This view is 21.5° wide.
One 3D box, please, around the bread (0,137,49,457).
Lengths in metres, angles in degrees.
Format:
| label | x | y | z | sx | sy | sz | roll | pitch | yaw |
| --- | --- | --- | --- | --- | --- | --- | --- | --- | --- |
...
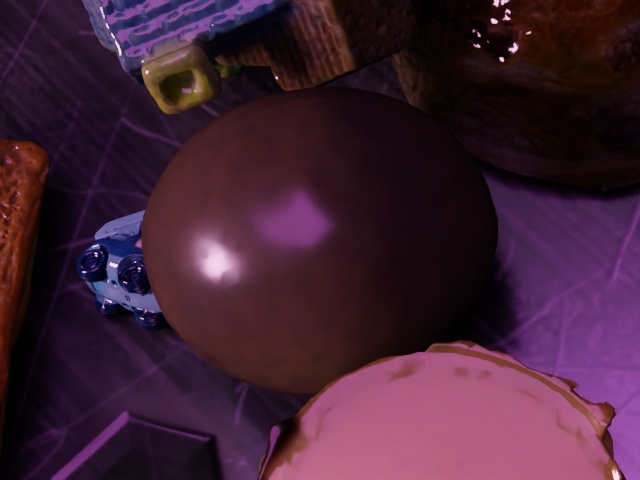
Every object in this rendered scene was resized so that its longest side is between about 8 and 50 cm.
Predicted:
| label | x | y | z | sx | sy | sz | roll | pitch | yaw |
| --- | --- | --- | --- | --- | --- | --- | --- | --- | --- |
| bread | -0.264 | 0.050 | 1.119 | 0.139 | 0.077 | 0.271 | 10 | 66 | -15 |

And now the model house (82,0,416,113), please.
| label | x | y | z | sx | sy | sz | roll | pitch | yaw |
| --- | --- | --- | --- | --- | --- | --- | --- | --- | --- |
| model house | -0.055 | -0.159 | 1.086 | 0.214 | 0.195 | 0.189 | -19 | 39 | -1 |

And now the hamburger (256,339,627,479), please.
| label | x | y | z | sx | sy | sz | roll | pitch | yaw |
| --- | --- | --- | --- | --- | --- | --- | --- | --- | --- |
| hamburger | 0.072 | 0.173 | 0.955 | 0.237 | 0.149 | 0.237 | -2 | 72 | 7 |

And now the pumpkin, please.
| label | x | y | z | sx | sy | sz | roll | pitch | yaw |
| --- | --- | --- | --- | --- | --- | --- | --- | --- | --- |
| pumpkin | 0.113 | -0.178 | 1.113 | 0.169 | 0.148 | 0.312 | -31 | 58 | -6 |

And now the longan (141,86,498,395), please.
| label | x | y | z | sx | sy | sz | roll | pitch | yaw |
| --- | --- | --- | --- | --- | --- | --- | --- | --- | --- |
| longan | 0.000 | 0.000 | 1.031 | 0.220 | 0.196 | 0.196 | -3 | 64 | -1 |

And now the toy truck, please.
| label | x | y | z | sx | sy | sz | roll | pitch | yaw |
| --- | --- | --- | --- | --- | --- | --- | --- | --- | --- |
| toy truck | -0.115 | 0.009 | 1.135 | 0.073 | 0.056 | 0.090 | 17 | 58 | 27 |
